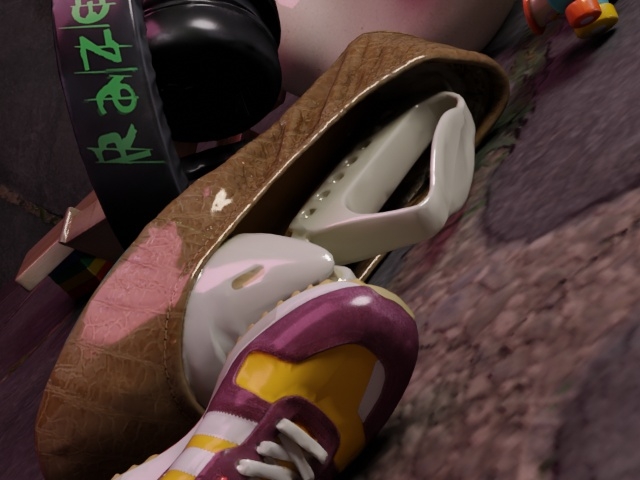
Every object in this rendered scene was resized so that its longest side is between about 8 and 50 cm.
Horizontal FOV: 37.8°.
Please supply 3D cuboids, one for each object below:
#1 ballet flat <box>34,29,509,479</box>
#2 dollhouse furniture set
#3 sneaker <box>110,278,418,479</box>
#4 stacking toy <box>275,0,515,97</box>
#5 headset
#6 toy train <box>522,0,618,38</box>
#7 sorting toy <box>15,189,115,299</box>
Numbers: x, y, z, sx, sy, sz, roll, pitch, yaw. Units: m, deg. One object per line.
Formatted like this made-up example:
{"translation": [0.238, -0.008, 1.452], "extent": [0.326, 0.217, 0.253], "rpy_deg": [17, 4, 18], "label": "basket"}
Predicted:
{"translation": [0.000, 0.000, 0.485], "extent": [0.124, 0.116, 0.342], "rpy_deg": [3, 41, 44], "label": "ballet flat"}
{"translation": [-0.179, -0.108, 1.019], "extent": [0.161, 0.212, 0.242], "rpy_deg": [-23, 52, 50], "label": "dollhouse furniture set"}
{"translation": [-0.029, 0.097, 0.343], "extent": [0.185, 0.069, 0.084], "rpy_deg": [-46, 22, 11], "label": "sneaker"}
{"translation": [0.122, -0.342, 0.871], "extent": [0.350, 0.351, 0.480], "rpy_deg": [-29, 1, 43], "label": "stacking toy"}
{"translation": [-0.104, -0.069, 0.676], "extent": [0.185, 0.243, 0.394], "rpy_deg": [-14, -10, 10], "label": "headset"}
{"translation": [0.136, -0.186, 0.569], "extent": [0.046, 0.125, 0.166], "rpy_deg": [-29, 24, 37], "label": "toy train"}
{"translation": [-0.287, -0.024, 1.292], "extent": [0.257, 0.089, 0.255], "rpy_deg": [-44, 15, -5], "label": "sorting toy"}
